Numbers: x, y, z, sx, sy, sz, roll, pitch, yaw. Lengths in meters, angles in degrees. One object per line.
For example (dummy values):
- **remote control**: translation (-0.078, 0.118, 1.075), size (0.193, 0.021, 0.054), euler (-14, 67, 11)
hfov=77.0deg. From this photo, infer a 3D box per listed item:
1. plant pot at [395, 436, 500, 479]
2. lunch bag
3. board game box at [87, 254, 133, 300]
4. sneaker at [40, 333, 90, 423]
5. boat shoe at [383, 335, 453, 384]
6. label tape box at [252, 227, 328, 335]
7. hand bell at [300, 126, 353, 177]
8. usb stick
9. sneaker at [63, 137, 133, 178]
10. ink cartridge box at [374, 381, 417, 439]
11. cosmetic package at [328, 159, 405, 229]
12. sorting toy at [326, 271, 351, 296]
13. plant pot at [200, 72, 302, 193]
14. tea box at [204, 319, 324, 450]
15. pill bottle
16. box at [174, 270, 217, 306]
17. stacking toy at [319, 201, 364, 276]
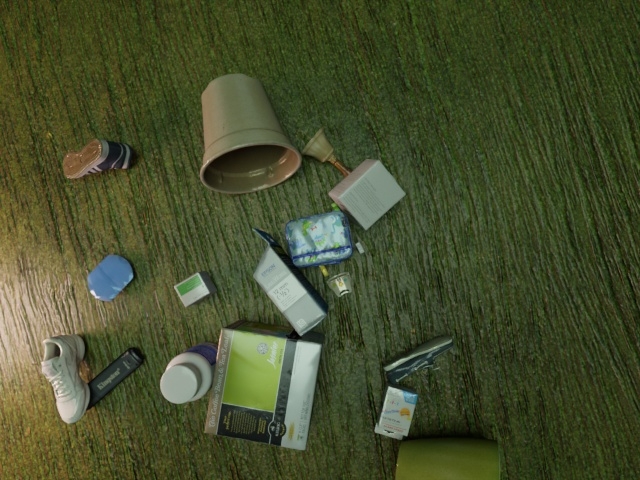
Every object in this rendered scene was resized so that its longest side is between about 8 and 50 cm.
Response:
- **plant pot**: translation (0.396, 0.748, 1.282), size (0.294, 0.275, 0.274), euler (5, 87, 19)
- **lunch bag**: translation (0.000, 0.000, 1.366), size (0.219, 0.090, 0.175), euler (-10, 87, 7)
- **board game box**: translation (-0.762, 0.136, 1.471), size (0.133, 0.033, 0.168), euler (41, 84, 10)
- **sneaker**: translation (-0.886, 0.471, 1.370), size (0.114, 0.152, 0.304), euler (-21, 72, 5)
- **boat shoe**: translation (0.340, 0.408, 1.366), size (0.255, 0.095, 0.079), euler (-28, 84, 2)
- **label tape box**: translation (-0.122, 0.130, 1.328), size (0.115, 0.249, 0.347), euler (-41, 86, 0)
- **hand bell**: translation (0.059, -0.276, 1.430), size (0.242, 0.126, 0.126), euler (40, 89, -7)
- **usb stick**: translation (-0.757, 0.495, 1.440), size (0.278, 0.045, 0.077), euler (-41, 85, -1)
- **sneaker**: translation (-0.809, -0.291, 1.476), size (0.283, 0.153, 0.099), euler (-14, 88, 32)
- **ink cartridge box**: translation (0.256, 0.592, 1.375), size (0.105, 0.061, 0.181), euler (15, 88, 4)
- **cosmetic package**: translation (0.154, -0.159, 1.363), size (0.184, 0.151, 0.151), euler (-42, 106, -1)
- **sorting toy**: translation (0.073, 0.159, 1.423), size (0.083, 0.045, 0.075), euler (-23, 93, 1)
- **plant pot**: translation (-0.260, -0.368, 1.354), size (0.334, 0.334, 0.305), euler (-16, 75, 2)
- **tea box**: translation (-0.172, 0.458, 1.326), size (0.324, 0.220, 0.328), euler (9, 87, 3)
- **pill bottle**: translation (-0.412, 0.431, 1.313), size (0.153, 0.272, 0.152), euler (0, 86, 3)
- **box**: translation (-0.437, 0.170, 1.416), size (0.101, 0.102, 0.087), euler (-31, 87, 0)
- **stacking toy**: translation (0.034, -0.007, 1.428), size (0.167, 0.052, 0.221), euler (-29, 85, 1)
